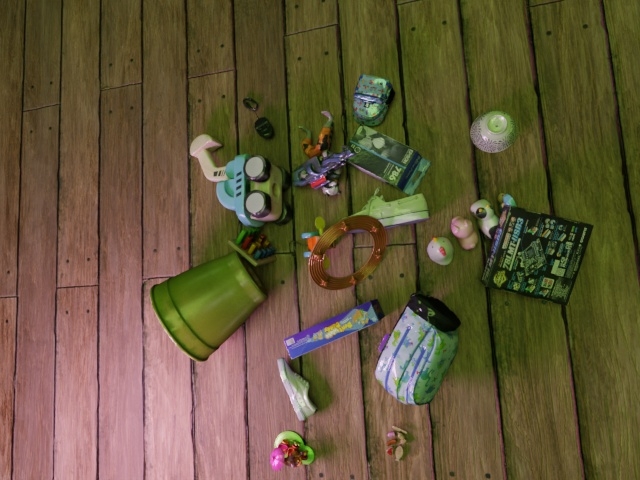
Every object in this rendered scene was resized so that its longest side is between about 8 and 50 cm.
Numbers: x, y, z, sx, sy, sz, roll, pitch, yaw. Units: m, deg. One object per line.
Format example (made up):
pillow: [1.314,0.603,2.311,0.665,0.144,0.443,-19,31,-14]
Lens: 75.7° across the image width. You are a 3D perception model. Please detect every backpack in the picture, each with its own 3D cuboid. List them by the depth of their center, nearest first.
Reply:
backpack: [0.343,0.397,1.455,0.356,0.290,0.273,-50,57,11]
backpack: [0.202,-0.564,1.672,0.158,0.117,0.174,24,93,16]

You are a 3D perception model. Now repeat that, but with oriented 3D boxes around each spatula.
spatula: [0.320,0.325,1.594,0.084,0.030,0.297,28,92,16]

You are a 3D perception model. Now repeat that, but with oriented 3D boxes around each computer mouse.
computer mouse: [-0.279,-0.546,1.840,0.071,0.041,0.242,-30,71,1]

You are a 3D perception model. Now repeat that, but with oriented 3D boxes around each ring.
ring: [0.112,0.057,1.537,0.336,0.336,0.032,-46,43,6]

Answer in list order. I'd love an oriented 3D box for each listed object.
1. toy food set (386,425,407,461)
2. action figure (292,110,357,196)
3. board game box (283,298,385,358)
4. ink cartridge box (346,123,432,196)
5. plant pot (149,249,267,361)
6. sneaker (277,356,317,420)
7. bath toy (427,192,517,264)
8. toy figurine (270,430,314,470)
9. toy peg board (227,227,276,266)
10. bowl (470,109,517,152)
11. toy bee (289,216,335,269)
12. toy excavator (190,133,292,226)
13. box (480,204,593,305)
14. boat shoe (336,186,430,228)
toy food set: [0.285,0.768,1.566,0.077,0.019,0.122,19,97,16]
action figure: [0.039,-0.342,1.661,0.341,0.178,0.331,-10,87,42]
board game box: [0.062,0.328,1.557,0.346,0.233,0.078,-26,78,11]
ink cartridge box: [0.264,-0.326,1.660,0.332,0.065,0.166,29,92,15]
plant pot: [-0.417,0.231,1.659,0.352,0.366,0.367,-34,77,-4]
sneaker: [-0.093,0.584,1.656,0.091,0.094,0.258,-24,83,-7]
bath toy: [0.550,-0.039,1.522,0.348,0.129,0.152,-33,78,10]
toy figurine: [-0.124,0.839,1.591,0.173,0.159,0.130,18,89,15]
toy peg board: [-0.266,0.017,1.703,0.160,0.161,0.079,38,110,15]
bowl: [0.661,-0.426,1.556,0.170,0.080,0.170,-1,84,14]
toy bee: [0.000,0.000,1.638,0.162,0.298,0.196,-7,110,-24]
toy excavator: [-0.368,-0.264,1.757,0.444,0.222,0.434,-4,82,23]
box: [0.746,0.051,1.431,0.293,0.073,0.296,13,99,2]
boat shoe: [0.231,-0.126,1.610,0.366,0.136,0.157,-11,82,10]
